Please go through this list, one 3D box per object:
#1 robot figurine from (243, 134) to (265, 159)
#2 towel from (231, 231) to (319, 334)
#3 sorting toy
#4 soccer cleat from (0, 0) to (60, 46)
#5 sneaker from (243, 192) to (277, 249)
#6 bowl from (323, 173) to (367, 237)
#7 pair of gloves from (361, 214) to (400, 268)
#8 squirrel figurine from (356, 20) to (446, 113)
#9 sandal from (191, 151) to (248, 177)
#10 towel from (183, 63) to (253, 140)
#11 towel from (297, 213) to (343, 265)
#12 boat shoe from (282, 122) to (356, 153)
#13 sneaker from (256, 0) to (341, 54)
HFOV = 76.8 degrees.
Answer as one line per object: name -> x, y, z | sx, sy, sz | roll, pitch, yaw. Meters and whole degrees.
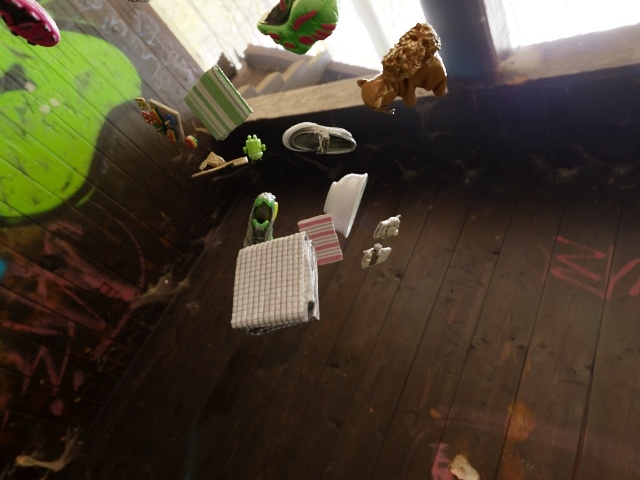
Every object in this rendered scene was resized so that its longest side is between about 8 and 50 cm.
robot figurine -> -0.308, -0.428, 1.876 | 0.101, 0.115, 0.067 | -10, -161, -6
towel -> -0.125, 0.134, 1.198 | 0.235, 0.121, 0.284 | -13, -125, 13
sorting toy -> -0.582, -0.434, 1.489 | 0.274, 0.132, 0.046 | 28, -123, 13
soccer cleat -> -0.785, -0.632, 1.000 | 0.116, 0.331, 0.143 | -10, -104, 8
sneaker -> -0.268, -0.032, 1.729 | 0.134, 0.146, 0.344 | 7, -82, 0
bowl -> 0.100, -0.171, 1.778 | 0.134, 0.298, 0.298 | 20, -116, 6
pair of gloves -> 0.249, 0.008, 1.681 | 0.042, 0.204, 0.240 | 35, -59, 28
squirrel figurine -> 0.352, -0.766, 1.833 | 0.370, 0.397, 0.281 | -27, -109, -1
sandal -> -0.417, -0.321, 1.634 | 0.240, 0.079, 0.088 | -21, -171, -25
towel -> -0.441, -0.576, 1.729 | 0.324, 0.248, 0.038 | -13, -148, 52
towel -> 0.000, 0.000, 1.627 | 0.144, 0.197, 0.029 | -13, -170, 14
boat shoe -> 0.006, -0.438, 1.753 | 0.335, 0.121, 0.119 | -9, -145, -26
sneaker -> -0.057, -0.748, 1.319 | 0.483, 0.185, 0.202 | 26, -86, 56
